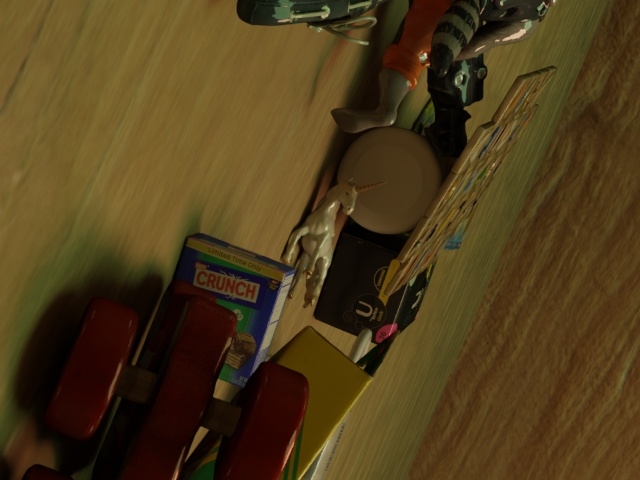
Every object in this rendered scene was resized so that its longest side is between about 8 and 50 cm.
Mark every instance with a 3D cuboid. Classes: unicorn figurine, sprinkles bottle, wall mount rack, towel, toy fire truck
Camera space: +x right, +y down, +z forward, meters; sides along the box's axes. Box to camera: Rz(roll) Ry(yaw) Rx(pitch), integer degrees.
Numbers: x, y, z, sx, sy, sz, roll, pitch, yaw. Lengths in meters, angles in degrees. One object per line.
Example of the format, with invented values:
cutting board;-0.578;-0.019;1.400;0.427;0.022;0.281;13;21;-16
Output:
unicorn figurine;0.000;0.000;1.711;0.111;0.060;0.162;-62;-178;-31
sprinkles bottle;0.114;-0.071;1.912;0.355;0.121;0.121;-8;118;-77
wall mount rack;-0.066;0.233;1.655;0.304;0.130;0.350;51;60;-80
towel;0.138;-0.152;2.144;0.083;0.009;0.060;-57;164;-44
toy fire truck;-0.138;0.177;1.185;0.254;0.169;0.302;173;-63;-80

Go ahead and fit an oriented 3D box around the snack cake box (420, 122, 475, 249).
snack cake box;0.173;-0.072;2.220;0.152;0.089;0.264;-66;170;4

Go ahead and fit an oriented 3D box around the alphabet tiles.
alphabet tiles;0.176;-0.074;1.812;0.285;0.011;0.342;-59;170;17

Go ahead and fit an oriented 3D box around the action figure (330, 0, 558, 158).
action figure;0.151;-0.211;1.604;0.330;0.178;0.341;-33;126;-40

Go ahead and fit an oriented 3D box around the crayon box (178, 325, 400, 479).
crayon box;-0.069;0.203;1.418;0.318;0.081;0.202;-52;-178;-26

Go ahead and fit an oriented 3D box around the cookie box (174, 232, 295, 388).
cookie box;-0.083;0.059;1.340;0.040;0.091;0.107;-28;137;-77

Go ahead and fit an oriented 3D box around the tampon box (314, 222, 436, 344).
tampon box;0.076;0.047;1.989;0.161;0.101;0.120;-33;143;-70

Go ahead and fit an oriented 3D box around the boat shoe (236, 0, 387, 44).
boat shoe;0.003;-0.203;1.257;0.254;0.095;0.079;-26;134;-71
